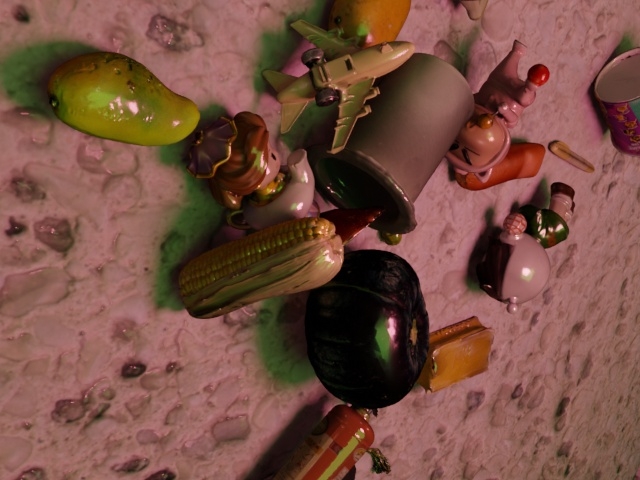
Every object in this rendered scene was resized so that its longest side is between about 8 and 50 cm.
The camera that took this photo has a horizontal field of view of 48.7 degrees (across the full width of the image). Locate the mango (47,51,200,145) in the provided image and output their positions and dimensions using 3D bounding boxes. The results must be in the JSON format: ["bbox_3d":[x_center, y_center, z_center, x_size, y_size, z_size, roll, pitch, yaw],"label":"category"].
[{"bbox_3d":[-0.282,-0.204,1.031,0.232,0.111,0.126,2,111,-42],"label":"mango"}]

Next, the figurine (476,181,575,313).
[{"bbox_3d":[0.524,0.017,1.777,0.370,0.167,0.281,-50,147,-19],"label":"figurine"}]

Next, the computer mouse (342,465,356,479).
[{"bbox_3d":[-0.006,0.633,1.634,0.168,0.087,0.296,30,88,-43],"label":"computer mouse"}]

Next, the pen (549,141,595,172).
[{"bbox_3d":[0.676,-0.223,1.893,0.233,0.032,0.040,14,75,-44],"label":"pen"}]

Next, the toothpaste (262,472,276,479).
[{"bbox_3d":[-0.179,0.571,1.490,0.234,0.057,0.090,-12,118,-44],"label":"toothpaste"}]

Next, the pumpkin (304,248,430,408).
[{"bbox_3d":[0.084,0.171,1.419,0.315,0.238,0.316,-17,110,-59],"label":"pumpkin"}]

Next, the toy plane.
[{"bbox_3d":[0.034,-0.278,1.187,0.104,0.256,0.242,6,65,-68],"label":"toy plane"}]

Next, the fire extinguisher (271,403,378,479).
[{"bbox_3d":[0.000,0.454,1.523,0.376,0.200,0.113,-47,111,-9],"label":"fire extinguisher"}]

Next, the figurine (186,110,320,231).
[{"bbox_3d":[-0.110,-0.107,1.199,0.189,0.142,0.263,-37,132,7],"label":"figurine"}]

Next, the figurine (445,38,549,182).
[{"bbox_3d":[0.343,-0.266,1.457,0.186,0.176,0.287,-12,144,-54],"label":"figurine"}]

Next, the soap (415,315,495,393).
[{"bbox_3d":[0.338,0.290,1.791,0.233,0.076,0.135,-14,118,-37],"label":"soap"}]

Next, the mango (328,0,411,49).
[{"bbox_3d":[0.092,-0.402,1.277,0.195,0.098,0.137,-43,128,-28],"label":"mango"}]

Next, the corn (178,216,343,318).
[{"bbox_3d":[-0.104,0.051,1.192,0.122,0.305,0.124,29,48,-54],"label":"corn"}]

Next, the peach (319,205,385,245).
[{"bbox_3d":[-0.004,-0.002,1.292,0.279,0.189,0.068,-38,101,24],"label":"peach"}]

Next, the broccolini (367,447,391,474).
[{"bbox_3d":[0.112,0.524,1.733,0.194,0.054,0.052,38,53,-36],"label":"broccolini"}]

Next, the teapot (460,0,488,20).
[{"bbox_3d":[0.285,-0.569,1.280,0.321,0.239,0.240,20,82,-38],"label":"teapot"}]

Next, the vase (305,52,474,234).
[{"bbox_3d":[0.141,-0.194,1.333,0.291,0.245,0.245,-55,134,-21],"label":"vase"}]

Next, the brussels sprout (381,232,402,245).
[{"bbox_3d":[0.167,-0.029,1.536,0.083,0.046,0.051,-53,129,-23],"label":"brussels sprout"}]

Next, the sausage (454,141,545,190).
[{"bbox_3d":[0.426,-0.180,1.662,0.300,0.083,0.089,-15,117,-38],"label":"sausage"}]

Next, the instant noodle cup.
[{"bbox_3d":[0.843,-0.371,1.839,0.190,0.251,0.251,41,80,-34],"label":"instant noodle cup"}]
